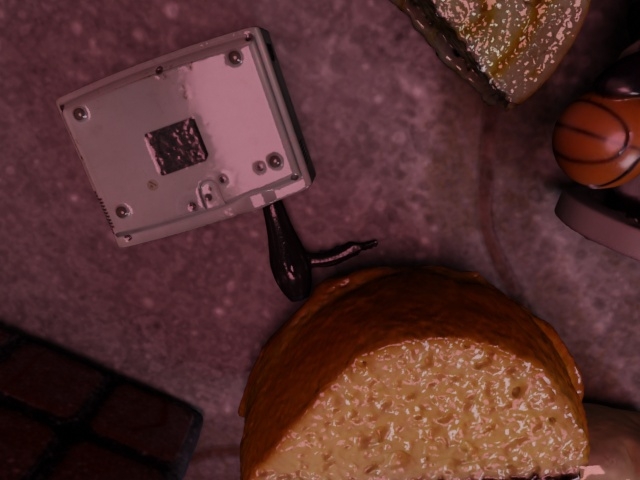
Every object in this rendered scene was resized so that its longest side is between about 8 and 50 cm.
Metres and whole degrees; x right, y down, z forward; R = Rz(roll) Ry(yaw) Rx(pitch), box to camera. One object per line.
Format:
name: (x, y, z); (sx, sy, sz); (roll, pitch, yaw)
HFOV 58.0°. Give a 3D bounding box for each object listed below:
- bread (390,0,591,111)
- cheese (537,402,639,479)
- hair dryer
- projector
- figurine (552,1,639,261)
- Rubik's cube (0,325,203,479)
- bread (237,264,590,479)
bread: (0.096, -0.169, 0.341); (0.156, 0.103, 0.110); (42, 109, -16)
cheese: (0.220, 0.257, 0.463); (0.158, 0.093, 0.263); (-10, 104, 2)
hair dryer: (0.000, 0.000, 0.438); (0.083, 0.031, 0.079); (-15, 96, -8)
projector: (-0.090, -0.069, 0.401); (0.147, 0.061, 0.115); (-17, 106, 8)
figurine: (0.224, -0.107, 0.328); (0.175, 0.133, 0.237); (1, 115, -33)
Rubik's cube: (-0.314, 0.260, 0.359); (0.343, 0.344, 0.337); (26, 106, -3)
bread: (0.059, 0.086, 0.398); (0.260, 0.129, 0.134); (-6, 106, 2)
